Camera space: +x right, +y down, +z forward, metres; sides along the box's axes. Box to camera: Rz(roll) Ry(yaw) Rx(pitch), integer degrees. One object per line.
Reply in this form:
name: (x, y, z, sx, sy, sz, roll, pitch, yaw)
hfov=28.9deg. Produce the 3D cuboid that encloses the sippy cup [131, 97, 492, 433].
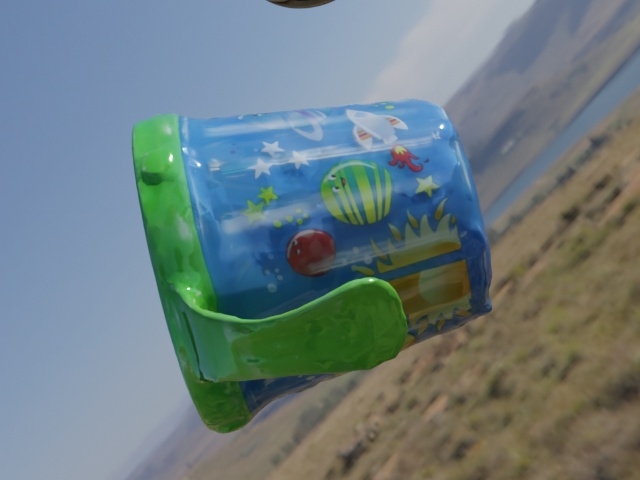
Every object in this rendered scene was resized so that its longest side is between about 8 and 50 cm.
sippy cup: (0.000, 0.000, 0.905, 0.224, 0.306, 0.240, -14, -35, 0)

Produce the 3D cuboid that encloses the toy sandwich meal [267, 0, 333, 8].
toy sandwich meal: (-0.006, -0.162, 0.653, 0.085, 0.085, 0.029, -48, -24, -7)
